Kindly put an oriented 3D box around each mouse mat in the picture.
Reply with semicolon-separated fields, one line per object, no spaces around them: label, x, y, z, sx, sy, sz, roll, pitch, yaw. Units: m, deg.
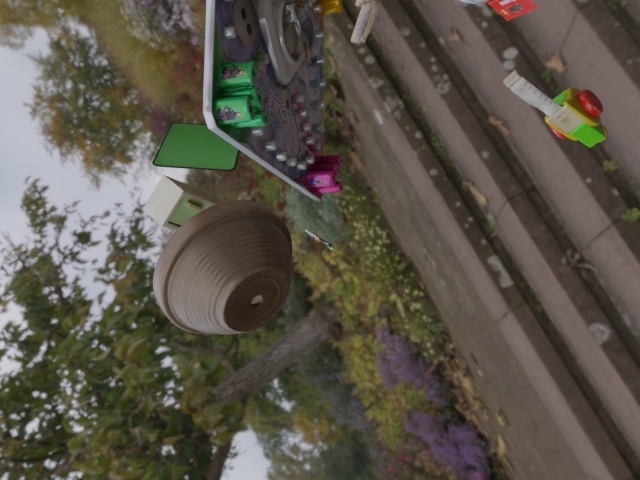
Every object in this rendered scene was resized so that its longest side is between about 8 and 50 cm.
mouse mat;-0.229;-0.182;1.209;0.189;0.153;0.007;-89;3;-54

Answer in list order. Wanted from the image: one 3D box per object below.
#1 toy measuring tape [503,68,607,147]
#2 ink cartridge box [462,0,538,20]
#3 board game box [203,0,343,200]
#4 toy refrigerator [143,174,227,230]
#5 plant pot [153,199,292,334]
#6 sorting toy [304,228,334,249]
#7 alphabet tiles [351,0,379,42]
toy measuring tape;0.535;-0.317;1.425;0.330;0.121;0.121;25;-161;-25
ink cartridge box;0.440;-0.652;1.663;0.225;0.056;0.181;37;-179;-13
board game box;-0.040;-0.283;0.855;0.390;0.051;0.389;27;-118;-71
toy refrigerator;-0.306;-0.066;1.596;0.094;0.102;0.270;37;-173;31
plant pot;-0.127;0.064;0.974;0.110;0.237;0.237;41;167;40
sorting toy;0.000;0.000;1.664;0.083;0.012;0.062;34;-177;36
alphabet tiles;0.105;-0.474;1.064;0.021;0.277;0.284;17;-165;-9
